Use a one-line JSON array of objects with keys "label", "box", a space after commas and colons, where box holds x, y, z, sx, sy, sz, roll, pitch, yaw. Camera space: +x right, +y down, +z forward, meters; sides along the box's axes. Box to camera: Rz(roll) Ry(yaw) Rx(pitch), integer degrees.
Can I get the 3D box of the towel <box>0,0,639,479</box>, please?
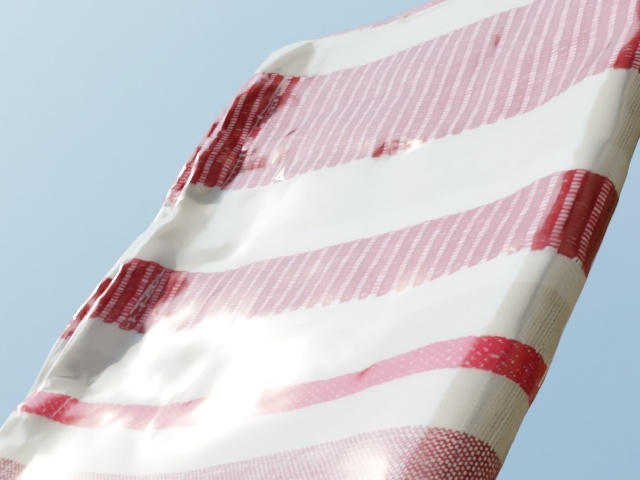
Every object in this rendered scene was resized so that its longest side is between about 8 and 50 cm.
[{"label": "towel", "box": [0.000, 0.000, 0.451, 0.037, 0.237, 0.329, 53, -132, -25]}]
